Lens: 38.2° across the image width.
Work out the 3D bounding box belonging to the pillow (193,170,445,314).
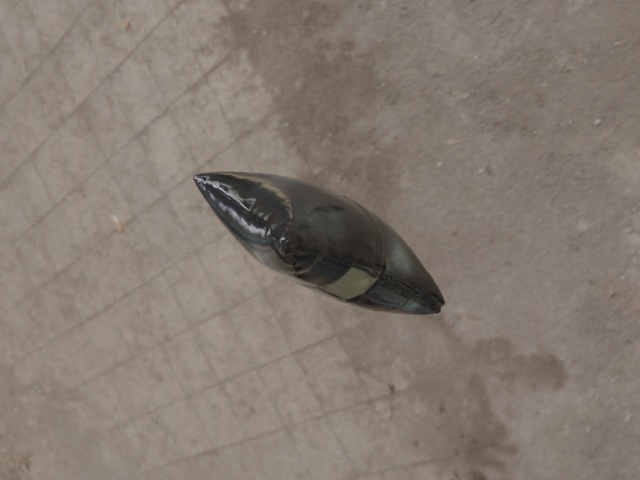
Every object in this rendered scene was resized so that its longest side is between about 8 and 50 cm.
[{"bbox_3d":[0.000,0.000,0.967,0.186,0.249,0.106,33,96,45],"label":"pillow"}]
